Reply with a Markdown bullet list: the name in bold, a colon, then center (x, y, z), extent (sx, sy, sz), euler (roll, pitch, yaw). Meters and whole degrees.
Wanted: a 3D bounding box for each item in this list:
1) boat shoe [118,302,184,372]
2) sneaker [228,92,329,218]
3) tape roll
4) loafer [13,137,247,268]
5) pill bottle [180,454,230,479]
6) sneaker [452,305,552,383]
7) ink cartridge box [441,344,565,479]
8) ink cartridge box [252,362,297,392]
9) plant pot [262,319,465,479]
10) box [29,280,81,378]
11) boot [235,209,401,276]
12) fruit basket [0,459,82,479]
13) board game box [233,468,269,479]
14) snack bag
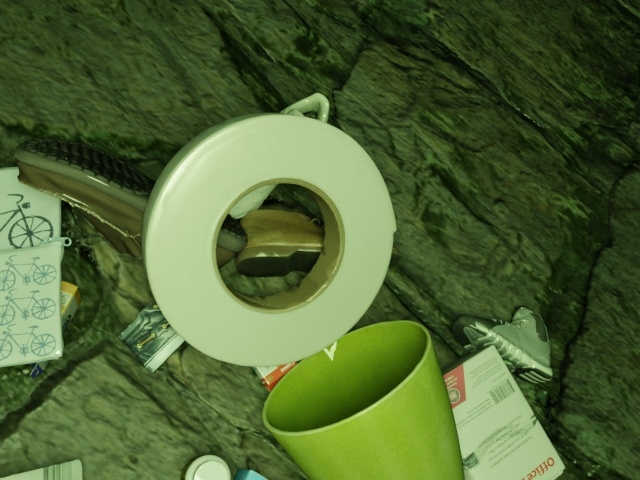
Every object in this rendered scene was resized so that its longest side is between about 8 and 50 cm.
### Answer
- **boat shoe**: center (-0.232, 0.118, 0.910), extent (0.083, 0.065, 0.183), euler (45, 64, -2)
- **sneaker**: center (-0.095, -0.165, 1.024), extent (0.114, 0.152, 0.305), euler (42, 64, -2)
- **tape roll**: center (-0.069, 0.002, 0.862), extent (0.391, 0.072, 0.392), euler (-6, 106, -21)
- **loafer**: center (-0.293, -0.031, 0.871), extent (0.365, 0.134, 0.130), euler (27, 104, -23)
- **pill bottle**: center (-0.165, 0.343, 0.816), extent (0.065, 0.116, 0.065), euler (7, 67, -16)
- **sneaker**: center (0.356, 0.171, 1.095), extent (0.228, 0.086, 0.132), euler (33, 57, -16)
- **ink cartridge box**: center (0.281, 0.331, 0.986), extent (0.171, 0.100, 0.237), euler (-23, 77, -25)
- **ink cartridge box**: center (-0.076, 0.211, 0.949), extent (0.062, 0.029, 0.115), euler (-31, 81, -27)
- **plant pot**: center (0.100, 0.319, 0.860), extent (0.274, 0.274, 0.294), euler (-33, 103, -27)
- **box**: center (-0.400, 0.135, 0.837), extent (0.028, 0.081, 0.136), euler (25, 63, -8)
- **boot**: center (0.000, 0.000, 1.023), extent (0.305, 0.112, 0.115), euler (4, 58, -16)
- **fruit basket**: center (-0.366, 0.431, 0.599), extent (0.165, 0.353, 0.327), euler (-21, 74, 19)
- **board game box**: center (-0.055, 0.539, 0.794), extent (0.308, 0.086, 0.302), euler (32, 63, -5)
- **snack bag**: center (-0.530, 0.028, 0.805), extent (0.322, 0.037, 0.343), euler (-6, 62, -10)
